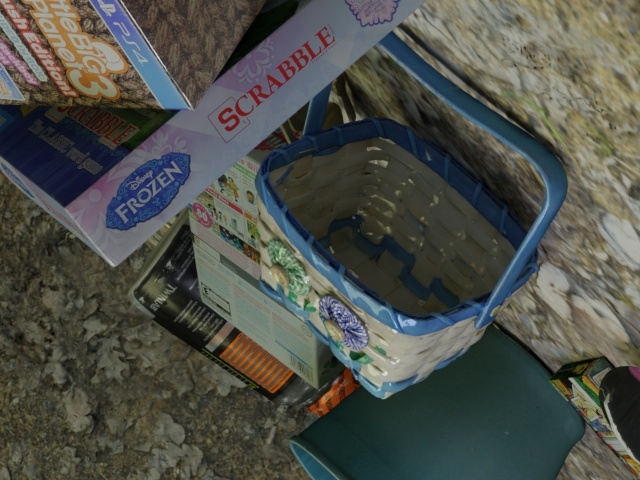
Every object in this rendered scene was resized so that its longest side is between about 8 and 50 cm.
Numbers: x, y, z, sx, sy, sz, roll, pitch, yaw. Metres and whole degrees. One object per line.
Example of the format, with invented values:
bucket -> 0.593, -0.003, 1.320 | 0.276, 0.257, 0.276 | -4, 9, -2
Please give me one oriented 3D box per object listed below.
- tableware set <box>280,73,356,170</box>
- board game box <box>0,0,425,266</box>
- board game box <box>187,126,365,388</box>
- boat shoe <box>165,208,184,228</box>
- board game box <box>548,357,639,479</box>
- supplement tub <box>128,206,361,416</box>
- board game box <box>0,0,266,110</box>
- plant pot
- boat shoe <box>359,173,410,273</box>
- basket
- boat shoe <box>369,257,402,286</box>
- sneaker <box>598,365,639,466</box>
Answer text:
tableware set -> -0.017, -0.118, 1.365 | 0.039, 0.128, 0.194 | 9, 153, 18
board game box -> -0.116, -0.144, 1.169 | 0.066, 0.318, 0.319 | 55, 167, -29
board game box -> -0.053, -0.007, 1.682 | 0.224, 0.097, 0.303 | 34, 145, 32
boat shoe -> -0.158, -0.025, 2.213 | 0.156, 0.136, 0.367 | 40, 169, 38
board game box -> 0.339, 0.224, 1.438 | 0.259, 0.030, 0.136 | 48, 167, 2
supplement tub -> -0.085, 0.095, 2.060 | 0.338, 0.207, 0.207 | 36, 171, -8
board game box -> -0.181, -0.230, 1.090 | 0.291, 0.232, 0.141 | 6, 143, 36
plant pot -> 0.146, 0.237, 1.627 | 0.271, 0.255, 0.271 | 44, 168, 12
boat shoe -> 0.094, -0.007, 1.570 | 0.153, 0.048, 0.056 | 45, 158, -18
basket -> 0.072, -0.021, 1.244 | 0.255, 0.201, 0.289 | 42, 133, 27
boat shoe -> 0.000, 0.000, 1.806 | 0.285, 0.089, 0.104 | 44, 168, 22
sneaker -> 0.306, 0.189, 1.320 | 0.178, 0.072, 0.077 | 52, 165, -14
